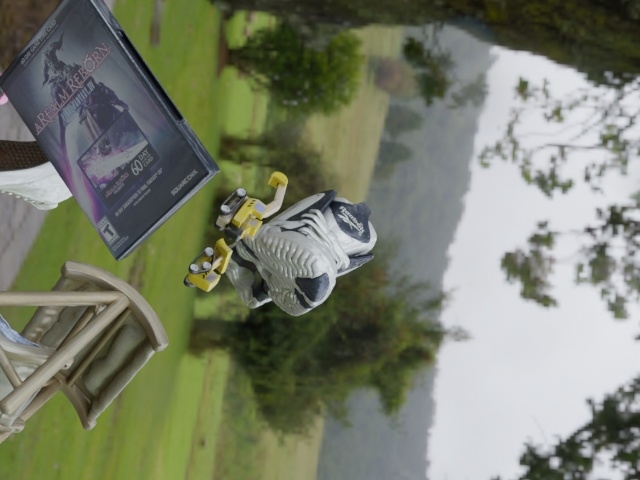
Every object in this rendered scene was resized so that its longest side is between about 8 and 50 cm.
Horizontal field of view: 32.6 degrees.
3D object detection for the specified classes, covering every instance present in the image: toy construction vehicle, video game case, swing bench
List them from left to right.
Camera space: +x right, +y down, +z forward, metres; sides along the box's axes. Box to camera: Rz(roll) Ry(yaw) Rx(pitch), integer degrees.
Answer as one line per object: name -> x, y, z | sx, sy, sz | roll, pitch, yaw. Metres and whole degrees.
swing bench -> -0.373, 0.161, 1.394 | 0.165, 0.254, 0.253 | 55, -48, 13
video game case -> -0.257, -0.138, 1.297 | 0.196, 0.274, 0.026 | -39, 174, 34
toy construction vehicle -> -0.068, -0.006, 0.922 | 0.098, 0.035, 0.086 | -50, 171, -43

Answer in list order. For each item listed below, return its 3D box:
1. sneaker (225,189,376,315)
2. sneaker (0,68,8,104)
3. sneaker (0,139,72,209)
sneaker -> 0.000, 0.000, 1.081 | 0.094, 0.153, 0.235 | 57, -18, -1
sneaker -> -0.505, -0.251, 1.663 | 0.119, 0.047, 0.057 | -126, -162, -46
sneaker -> -0.470, -0.092, 1.745 | 0.290, 0.106, 0.123 | -11, 131, -48
